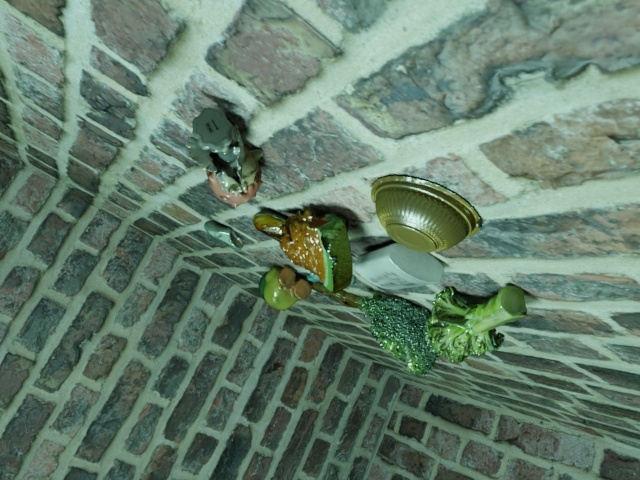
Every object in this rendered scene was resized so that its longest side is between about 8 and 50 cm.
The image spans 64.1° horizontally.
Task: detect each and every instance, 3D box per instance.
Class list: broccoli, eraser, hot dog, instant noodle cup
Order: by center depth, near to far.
[{"bbox_3d":[0.226,-0.040,1.177,0.274,0.090,0.274,24,163,8],"label":"instant noodle cup"},{"bbox_3d":[0.451,0.230,1.516,0.252,0.221,0.361,15,151,12],"label":"broccoli"},{"bbox_3d":[0.230,0.083,1.550,0.174,0.094,0.270,27,165,-12],"label":"eraser"},{"bbox_3d":[-0.111,-0.019,1.767,0.270,0.081,0.162,25,165,-1],"label":"hot dog"},{"bbox_3d":[0.346,0.398,2.095,0.397,0.275,0.353,70,177,-54],"label":"broccoli"}]

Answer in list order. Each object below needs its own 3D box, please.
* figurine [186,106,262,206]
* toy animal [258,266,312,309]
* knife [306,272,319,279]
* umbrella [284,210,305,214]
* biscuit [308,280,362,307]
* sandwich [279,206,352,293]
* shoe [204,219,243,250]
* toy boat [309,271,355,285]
[{"bbox_3d":[-0.218,-0.187,1.305,0.207,0.166,0.387,57,176,20],"label":"figurine"},{"bbox_3d":[-0.197,0.239,2.496,0.216,0.191,0.338,36,162,-18],"label":"toy animal"},{"bbox_3d":[-0.026,0.160,2.285,0.064,0.031,0.222,23,168,-5],"label":"knife"},{"bbox_3d":[-0.073,-0.088,1.616,0.122,0.013,0.022,10,177,40],"label":"umbrella"},{"bbox_3d":[0.078,0.261,2.422,0.320,0.047,0.183,23,161,14],"label":"biscuit"},{"bbox_3d":[0.000,0.000,1.541,0.301,0.162,0.250,28,140,43],"label":"sandwich"},{"bbox_3d":[-0.407,-0.034,2.220,0.195,0.079,0.078,39,125,-17],"label":"shoe"},{"bbox_3d":[0.036,0.136,2.038,0.208,0.078,0.134,30,166,-20],"label":"toy boat"}]
